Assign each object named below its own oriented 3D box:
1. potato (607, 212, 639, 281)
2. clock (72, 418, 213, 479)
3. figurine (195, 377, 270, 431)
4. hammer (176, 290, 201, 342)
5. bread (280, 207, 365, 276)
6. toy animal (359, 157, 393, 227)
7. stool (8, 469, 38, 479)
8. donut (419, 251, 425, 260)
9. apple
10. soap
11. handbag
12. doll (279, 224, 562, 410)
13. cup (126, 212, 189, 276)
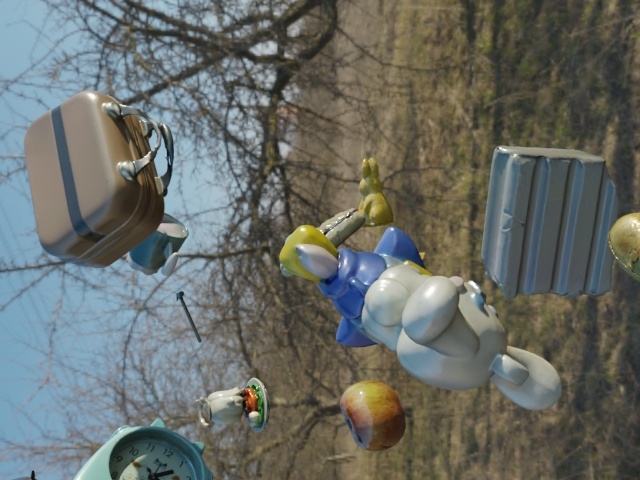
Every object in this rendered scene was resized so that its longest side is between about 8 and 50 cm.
[{"bbox_3d":[0.543,0.018,0.993,0.107,0.080,0.170,-51,30,21],"label":"potato"},{"bbox_3d":[-0.316,0.452,1.128,0.094,0.224,0.274,-61,-2,24],"label":"clock"},{"bbox_3d":[-0.213,0.399,1.442,0.132,0.154,0.132,-3,87,60],"label":"figurine"},{"bbox_3d":[-0.434,0.253,2.009,0.062,0.017,0.182,-17,96,59],"label":"hammer"},{"bbox_3d":[0.001,0.000,1.291,0.053,0.214,0.073,56,176,-31],"label":"bread"},{"bbox_3d":[0.123,-0.111,1.412,0.070,0.083,0.159,-11,91,57],"label":"toy animal"},{"bbox_3d":[-0.636,0.583,1.247,0.121,0.125,0.217,3,-78,-66],"label":"stool"},{"bbox_3d":[0.173,0.095,1.468,0.295,0.112,0.151,-55,-18,-54],"label":"donut"},{"bbox_3d":[0.095,0.311,1.091,0.126,0.102,0.126,159,90,-81],"label":"apple"},{"bbox_3d":[0.687,-0.060,1.846,0.213,0.350,0.435,-99,9,-74],"label":"soap"},{"bbox_3d":[-0.388,-0.129,1.106,0.149,0.283,0.302,36,-149,-60],"label":"handbag"},{"bbox_3d":[0.133,0.091,0.855,0.365,0.187,0.376,28,157,44],"label":"doll"},{"bbox_3d":[-0.534,0.013,1.942,0.173,0.167,0.299,-56,47,17],"label":"cup"}]
